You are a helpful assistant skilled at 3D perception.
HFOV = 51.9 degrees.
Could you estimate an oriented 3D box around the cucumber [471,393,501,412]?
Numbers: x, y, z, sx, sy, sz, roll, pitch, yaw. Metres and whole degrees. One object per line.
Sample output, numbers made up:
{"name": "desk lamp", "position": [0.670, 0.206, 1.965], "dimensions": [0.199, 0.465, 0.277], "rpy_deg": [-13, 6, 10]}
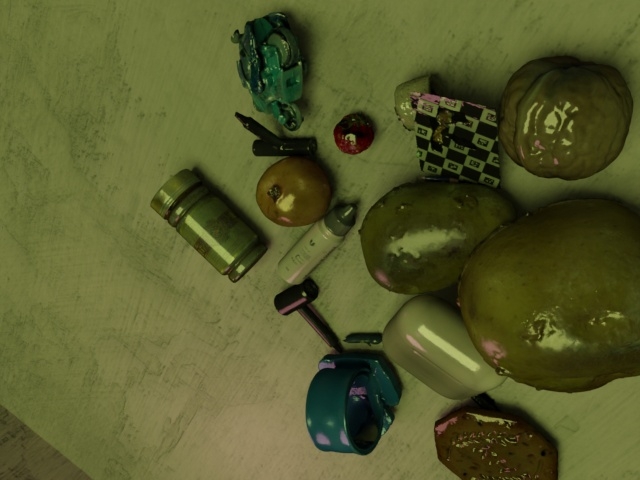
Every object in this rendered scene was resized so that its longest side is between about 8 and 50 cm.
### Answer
{"name": "cucumber", "position": [0.451, 0.442, 1.775], "dimensions": [0.163, 0.043, 0.039], "rpy_deg": [41, 88, -6]}

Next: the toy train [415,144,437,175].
{"name": "toy train", "position": [0.252, -0.196, 1.521], "dimensions": [0.083, 0.033, 0.053], "rpy_deg": [46, 132, -1]}

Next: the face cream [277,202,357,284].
{"name": "face cream", "position": [0.000, 0.000, 1.738], "dimensions": [0.092, 0.092, 0.311], "rpy_deg": [43, 128, 1]}

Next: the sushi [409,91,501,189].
{"name": "sushi", "position": [0.290, -0.223, 1.385], "dimensions": [0.193, 0.043, 0.279], "rpy_deg": [17, 157, 25]}

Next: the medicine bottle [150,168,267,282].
{"name": "medicine bottle", "position": [-0.309, -0.038, 1.848], "dimensions": [0.322, 0.151, 0.151], "rpy_deg": [44, 129, 0]}

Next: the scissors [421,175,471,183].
{"name": "scissors", "position": [0.294, -0.139, 1.531], "dimensions": [0.113, 0.039, 0.012], "rpy_deg": [7, 90, 19]}

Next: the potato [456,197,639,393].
{"name": "potato", "position": [0.516, 0.149, 1.290], "dimensions": [0.442, 0.319, 0.385], "rpy_deg": [-17, 110, 6]}

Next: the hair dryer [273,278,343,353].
{"name": "hair dryer", "position": [-0.007, 0.227, 1.898], "dimensions": [0.255, 0.070, 0.128], "rpy_deg": [47, 128, -11]}

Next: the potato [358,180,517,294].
{"name": "potato", "position": [0.263, -0.021, 1.504], "dimensions": [0.359, 0.219, 0.269], "rpy_deg": [-22, 117, 29]}

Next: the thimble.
{"name": "thimble", "position": [0.221, -0.299, 1.434], "dimensions": [0.090, 0.102, 0.115], "rpy_deg": [-12, 121, 32]}

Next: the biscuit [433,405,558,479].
{"name": "biscuit", "position": [0.479, 0.593, 1.817], "dimensions": [0.359, 0.046, 0.359], "rpy_deg": [15, 129, 19]}

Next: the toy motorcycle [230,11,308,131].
{"name": "toy motorcycle", "position": [-0.118, -0.398, 1.551], "dimensions": [0.206, 0.154, 0.260], "rpy_deg": [33, 141, 34]}

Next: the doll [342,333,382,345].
{"name": "doll", "position": [0.120, 0.280, 1.864], "dimensions": [0.125, 0.037, 0.027], "rpy_deg": [-5, 115, 33]}

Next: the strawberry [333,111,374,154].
{"name": "strawberry", "position": [0.079, -0.245, 1.556], "dimensions": [0.106, 0.106, 0.106], "rpy_deg": [13, 122, 22]}

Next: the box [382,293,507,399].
{"name": "box", "position": [0.300, 0.270, 1.623], "dimensions": [0.289, 0.141, 0.349], "rpy_deg": [36, 161, 7]}

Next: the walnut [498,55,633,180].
{"name": "walnut", "position": [0.463, -0.231, 1.262], "dimensions": [0.248, 0.248, 0.248], "rpy_deg": [13, 122, 22]}

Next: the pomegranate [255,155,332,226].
{"name": "pomegranate", "position": [-0.069, -0.118, 1.650], "dimensions": [0.191, 0.191, 0.191], "rpy_deg": [13, 122, 22]}

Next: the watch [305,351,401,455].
{"name": "watch", "position": [0.084, 0.491, 1.852], "dimensions": [0.241, 0.274, 0.305], "rpy_deg": [-9, 112, 31]}

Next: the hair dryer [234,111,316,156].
{"name": "hair dryer", "position": [-0.123, -0.263, 1.618], "dimensions": [0.173, 0.050, 0.195], "rpy_deg": [2, 161, 27]}
